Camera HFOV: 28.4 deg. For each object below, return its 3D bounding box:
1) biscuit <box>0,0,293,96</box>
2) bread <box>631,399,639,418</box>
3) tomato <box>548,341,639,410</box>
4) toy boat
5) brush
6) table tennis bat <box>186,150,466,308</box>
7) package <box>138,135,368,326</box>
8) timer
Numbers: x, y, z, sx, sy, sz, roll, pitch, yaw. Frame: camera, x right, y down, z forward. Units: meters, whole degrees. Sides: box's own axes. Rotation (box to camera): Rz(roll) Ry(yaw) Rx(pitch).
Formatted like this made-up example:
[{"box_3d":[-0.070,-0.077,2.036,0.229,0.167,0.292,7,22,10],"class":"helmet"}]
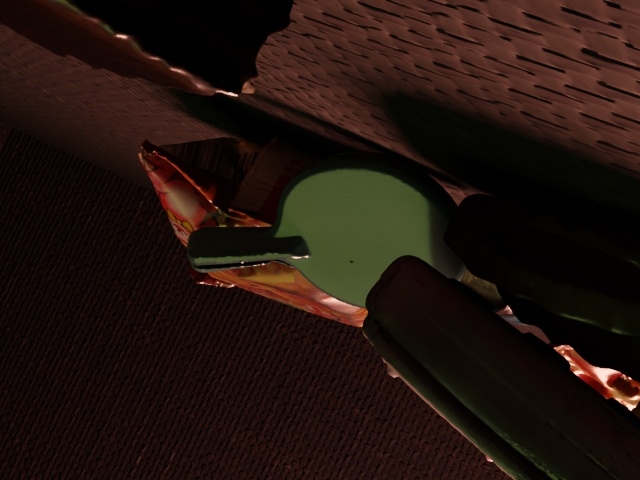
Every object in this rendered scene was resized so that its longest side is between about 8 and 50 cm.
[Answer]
[{"box_3d":[-0.114,-0.116,0.315,0.252,0.070,0.106,28,176,-40],"class":"biscuit"},{"box_3d":[0.276,0.130,0.828,0.147,0.127,0.152,21,176,13],"class":"bread"},{"box_3d":[0.238,0.100,0.940,0.155,0.069,0.156,20,146,14],"class":"tomato"},{"box_3d":[0.137,0.026,0.855,0.060,0.060,0.137,0,-179,-13],"class":"toy boat"},{"box_3d":[0.182,0.040,0.589,0.301,0.071,0.084,21,172,47],"class":"brush"},{"box_3d":[0.000,0.000,0.823,0.201,0.033,0.124,-5,126,28],"class":"table tennis bat"},{"box_3d":[-0.013,-0.002,0.984,0.223,0.109,0.288,19,170,8],"class":"package"},{"box_3d":[0.116,0.093,0.705,0.208,0.069,0.191,38,-178,16],"class":"timer"}]
